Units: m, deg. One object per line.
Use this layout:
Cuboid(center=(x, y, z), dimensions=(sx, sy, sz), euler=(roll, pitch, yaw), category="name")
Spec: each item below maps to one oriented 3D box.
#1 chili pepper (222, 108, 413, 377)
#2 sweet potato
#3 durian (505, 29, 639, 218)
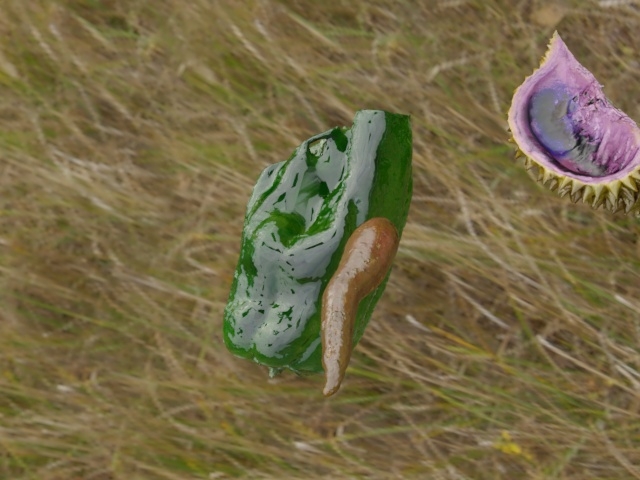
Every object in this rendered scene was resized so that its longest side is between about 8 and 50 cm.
Cuboid(center=(-0.006, -0.002, 1.710), dimensions=(0.213, 0.167, 0.385), euler=(19, 88, 5), category="chili pepper")
Cuboid(center=(0.030, 0.050, 1.208), dimensions=(0.050, 0.050, 0.214), euler=(-11, 37, 33), category="sweet potato")
Cuboid(center=(0.364, -0.115, 1.715), dimensions=(0.154, 0.186, 0.260), euler=(-47, 36, 18), category="durian")
